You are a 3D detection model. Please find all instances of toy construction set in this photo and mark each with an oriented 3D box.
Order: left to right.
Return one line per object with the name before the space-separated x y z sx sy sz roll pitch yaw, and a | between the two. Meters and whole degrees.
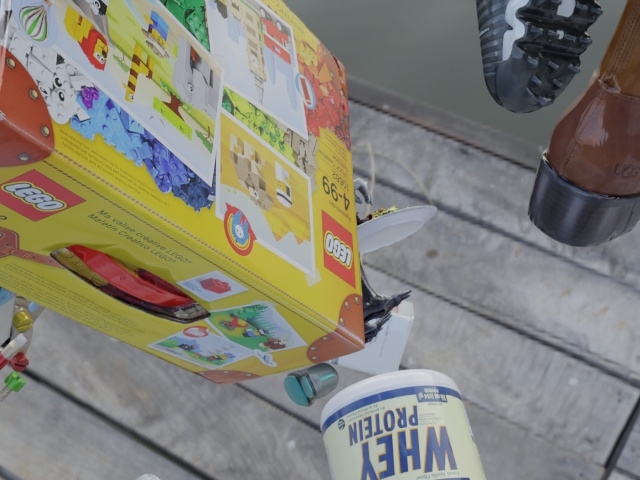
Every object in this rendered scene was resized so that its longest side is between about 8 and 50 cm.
toy construction set | -0.603 0.140 1.892 0.237 0.257 0.309 -45 37 1

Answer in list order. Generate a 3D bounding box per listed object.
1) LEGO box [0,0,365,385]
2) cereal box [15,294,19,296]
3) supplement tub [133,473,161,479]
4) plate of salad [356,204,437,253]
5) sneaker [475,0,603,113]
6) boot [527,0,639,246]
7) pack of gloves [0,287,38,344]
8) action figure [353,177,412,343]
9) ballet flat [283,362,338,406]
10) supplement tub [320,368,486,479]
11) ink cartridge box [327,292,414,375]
LEGO box | -0.169 -0.119 0.925 0.193 0.500 0.372 -18 59 26
cereal box | -0.576 -0.034 1.905 0.173 0.240 0.047 46 26 28
supplement tub | -0.365 0.548 1.610 0.316 0.193 0.193 -30 54 -22
plate of salad | 0.102 -0.025 1.657 0.200 0.200 0.048 -17 77 -9
sneaker | 0.101 -0.187 0.541 0.078 0.234 0.106 -2 5 -44
boot | 0.263 -0.152 0.647 0.264 0.280 0.096 -17 49 -32
pack of gloves | -0.364 0.027 1.179 0.046 0.232 0.195 36 42 9
action figure | 0.000 0.000 1.254 0.141 0.164 0.275 -28 68 -25
ballet flat | -0.012 0.265 1.795 0.068 0.213 0.072 -23 85 -17
supplement tub | 0.141 0.390 1.510 0.236 0.235 0.324 -11 60 -5
ink cartridge box | 0.017 0.146 1.787 0.289 0.211 0.121 15 96 4
